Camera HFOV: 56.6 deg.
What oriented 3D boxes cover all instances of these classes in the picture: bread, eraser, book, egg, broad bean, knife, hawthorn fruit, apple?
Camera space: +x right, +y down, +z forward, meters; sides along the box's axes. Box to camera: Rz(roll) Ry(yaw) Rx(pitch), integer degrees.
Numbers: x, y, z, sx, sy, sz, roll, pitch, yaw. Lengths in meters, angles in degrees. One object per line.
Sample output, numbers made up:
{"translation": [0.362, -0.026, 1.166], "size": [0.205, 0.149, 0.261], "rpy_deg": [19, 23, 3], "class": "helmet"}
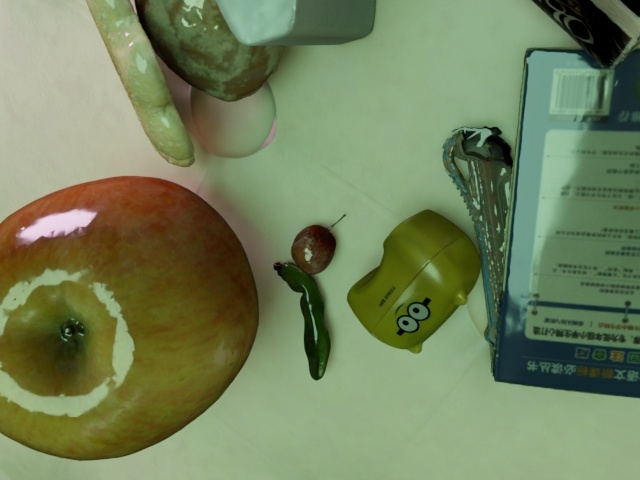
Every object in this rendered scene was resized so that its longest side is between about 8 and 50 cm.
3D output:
{"translation": [-0.249, -0.236, 0.793], "size": [0.054, 0.316, 0.316], "rpy_deg": [-25, 96, -12], "class": "bread"}
{"translation": [-0.025, -0.316, 0.663], "size": [0.104, 0.290, 0.189], "rpy_deg": [-4, 106, 22], "class": "eraser"}
{"translation": [0.378, -0.008, 0.715], "size": [0.300, 0.039, 0.428], "rpy_deg": [5, 106, 12], "class": "book"}
{"translation": [-0.138, -0.298, 0.767], "size": [0.195, 0.195, 0.233], "rpy_deg": [-3, 116, 22], "class": "egg"}
{"translation": [-0.016, 0.119, 0.917], "size": [0.061, 0.046, 0.195], "rpy_deg": [-19, 93, 36], "class": "broad bean"}
{"translation": [0.236, 0.024, 0.798], "size": [0.089, 0.043, 0.365], "rpy_deg": [-8, 104, 23], "class": "knife"}
{"translation": [0.000, 0.000, 0.868], "size": [0.067, 0.067, 0.103], "rpy_deg": [40, 113, 6], "class": "hawthorn fruit"}
{"translation": [-0.283, 0.102, 0.813], "size": [0.391, 0.346, 0.391], "rpy_deg": [0, 96, -4], "class": "apple"}

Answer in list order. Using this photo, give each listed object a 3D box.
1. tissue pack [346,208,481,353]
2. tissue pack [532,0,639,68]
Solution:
{"translation": [0.129, 0.059, 0.790], "size": [0.127, 0.123, 0.178], "rpy_deg": [44, 131, 14], "class": "tissue pack"}
{"translation": [0.234, -0.373, 0.573], "size": [0.210, 0.198, 0.370], "rpy_deg": [-45, 80, 19], "class": "tissue pack"}
